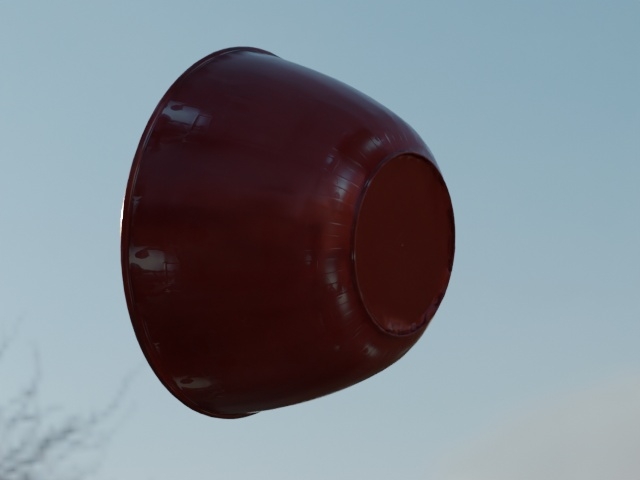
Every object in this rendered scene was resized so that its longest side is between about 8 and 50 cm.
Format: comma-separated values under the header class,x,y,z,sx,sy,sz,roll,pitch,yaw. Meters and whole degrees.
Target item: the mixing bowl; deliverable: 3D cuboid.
class,x,y,z,sx,sy,sz,roll,pitch,yaw
mixing bowl,0.000,0.000,0.937,0.098,0.181,0.181,5,-5,36
